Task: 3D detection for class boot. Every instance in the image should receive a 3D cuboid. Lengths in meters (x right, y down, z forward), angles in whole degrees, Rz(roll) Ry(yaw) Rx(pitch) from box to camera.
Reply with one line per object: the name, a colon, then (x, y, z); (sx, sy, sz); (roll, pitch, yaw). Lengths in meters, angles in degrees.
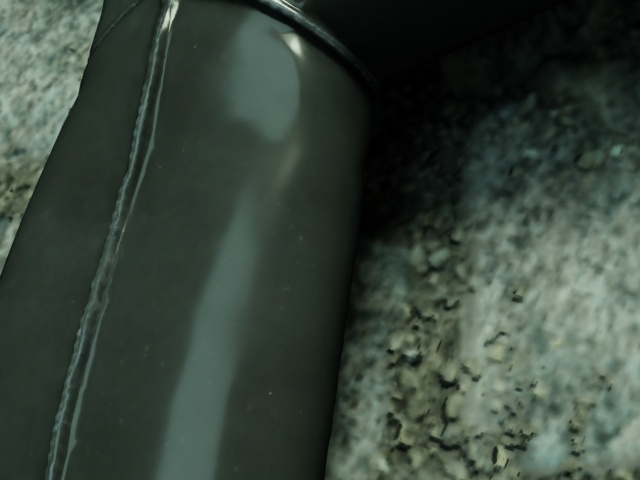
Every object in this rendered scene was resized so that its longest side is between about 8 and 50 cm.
boot: (-0.001, 0.000, 0.778); (0.367, 0.146, 0.445); (-5, 59, 40)
